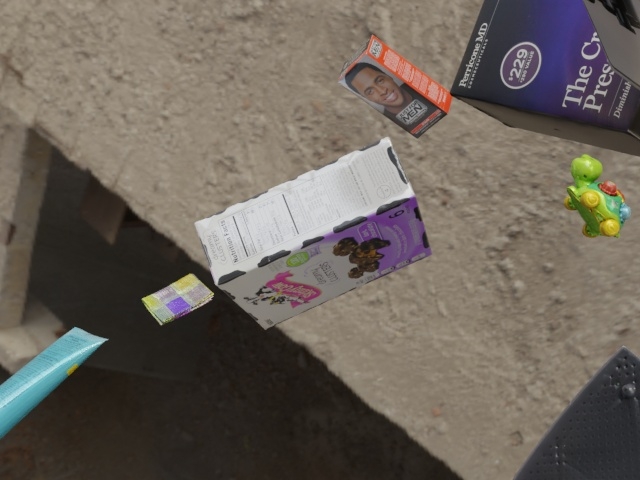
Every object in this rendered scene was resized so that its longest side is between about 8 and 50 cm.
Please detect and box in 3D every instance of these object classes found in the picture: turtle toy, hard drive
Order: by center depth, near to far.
[{"bbox_3d":[0.294,0.255,0.875,0.255,0.054,0.172,-57,41,12],"label":"hard drive"},{"bbox_3d":[0.399,-0.061,1.252,0.066,0.095,0.130,-34,92,-4],"label":"turtle toy"}]

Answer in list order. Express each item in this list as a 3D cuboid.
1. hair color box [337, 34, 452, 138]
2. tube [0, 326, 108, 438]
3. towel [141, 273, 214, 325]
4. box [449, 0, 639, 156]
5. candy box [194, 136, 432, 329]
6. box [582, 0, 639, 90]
[{"bbox_3d":[0.101,-0.205,1.167,0.141,0.043,0.072,32,141,-17],"label":"hair color box"},{"bbox_3d":[-0.365,0.182,1.088,0.080,0.207,0.052,14,136,38],"label":"tube"},{"bbox_3d":[-0.192,0.078,1.168,0.060,0.083,0.009,42,148,37],"label":"towel"},{"bbox_3d":[0.242,-0.213,0.706,0.184,0.103,0.261,24,96,50],"label":"box"},{"bbox_3d":[0.000,0.000,0.840,0.196,0.165,0.070,-24,67,4],"label":"candy box"},{"bbox_3d":[0.165,-0.199,0.430,0.087,0.169,0.290,-30,118,9],"label":"box"}]
